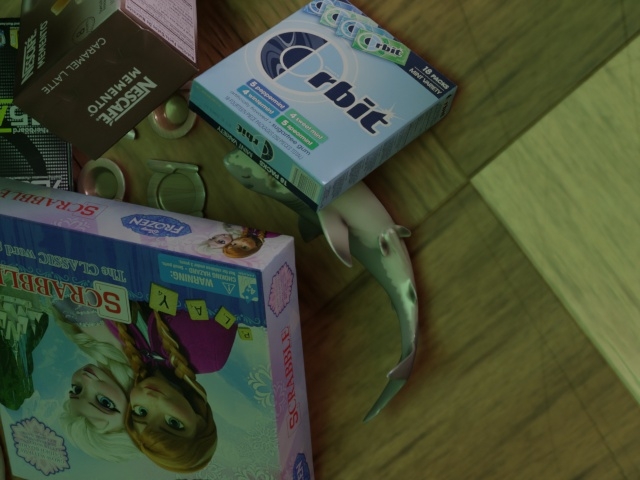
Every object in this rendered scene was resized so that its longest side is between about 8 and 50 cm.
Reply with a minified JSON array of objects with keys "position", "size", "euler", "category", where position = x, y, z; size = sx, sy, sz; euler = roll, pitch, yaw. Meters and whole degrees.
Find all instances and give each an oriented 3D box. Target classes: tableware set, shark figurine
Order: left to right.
[{"position":[-0.176,-0.090,1.825],"size":[0.141,0.020,0.168],"euler":[3,95,25],"category":"tableware set"},{"position":[0.023,0.011,1.713],"size":[0.116,0.166,0.278],"euler":[-24,101,50],"category":"shark figurine"}]

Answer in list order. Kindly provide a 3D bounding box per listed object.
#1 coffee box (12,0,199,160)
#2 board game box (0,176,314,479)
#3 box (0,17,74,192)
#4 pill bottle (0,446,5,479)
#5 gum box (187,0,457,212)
[{"position":[-0.194,-0.207,1.705],"size":[0.141,0.098,0.246],"euler":[-38,32,24],"category":"coffee box"},{"position":[-0.165,0.115,1.736],"size":[0.319,0.066,0.318],"euler":[11,125,25],"category":"board game box"},{"position":[-0.339,-0.123,1.825],"size":[0.191,0.045,0.184],"euler":[-1,84,-11],"category":"box"},{"position":[-0.479,0.259,1.914],"size":[0.283,0.161,0.161],"euler":[-19,85,25],"category":"pill bottle"},{"position":[0.003,-0.127,1.653],"size":[0.157,0.184,0.041],"euler":[40,143,18],"category":"gum box"}]
